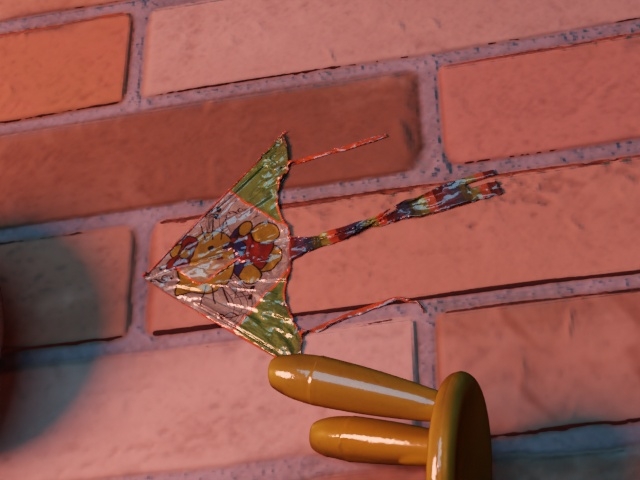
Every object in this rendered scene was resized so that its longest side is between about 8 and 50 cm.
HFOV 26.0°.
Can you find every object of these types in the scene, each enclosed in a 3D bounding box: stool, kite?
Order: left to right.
[{"bbox_3d":[0.000,0.000,0.904,0.244,0.006,0.198,-14,54,6],"label":"kite"},{"bbox_3d":[0.030,0.127,0.750,0.110,0.134,0.135,-1,12,17],"label":"stool"}]

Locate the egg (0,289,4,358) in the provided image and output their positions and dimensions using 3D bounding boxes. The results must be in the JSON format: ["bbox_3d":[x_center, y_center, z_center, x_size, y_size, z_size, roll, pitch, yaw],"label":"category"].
[{"bbox_3d":[-0.271,0.047,0.861,0.146,0.146,0.199,-14,48,6],"label":"egg"}]
